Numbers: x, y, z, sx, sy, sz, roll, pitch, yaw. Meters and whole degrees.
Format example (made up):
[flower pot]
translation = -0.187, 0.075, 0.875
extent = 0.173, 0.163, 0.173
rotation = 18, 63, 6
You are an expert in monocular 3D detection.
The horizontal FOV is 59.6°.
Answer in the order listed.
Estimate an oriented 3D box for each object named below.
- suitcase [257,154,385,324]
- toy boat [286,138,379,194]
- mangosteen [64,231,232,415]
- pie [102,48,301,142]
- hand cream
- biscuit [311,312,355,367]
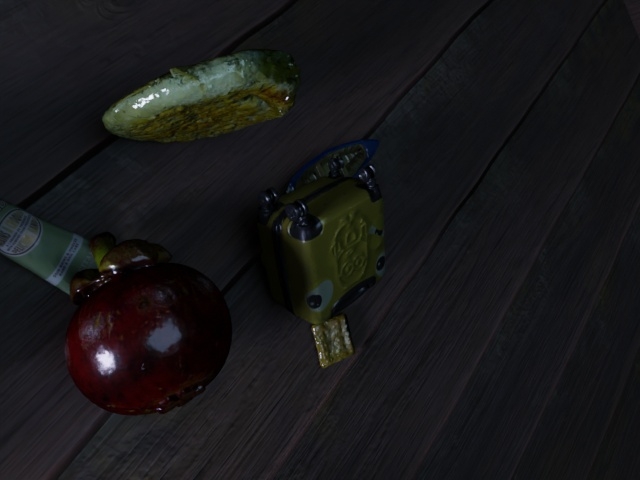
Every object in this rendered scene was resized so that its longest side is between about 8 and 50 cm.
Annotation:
[suitcase]
translation = 0.000, 0.000, 0.918
extent = 0.194, 0.143, 0.234
rotation = -31, 129, -34
[toy boat]
translation = 0.025, -0.132, 1.034
extent = 0.229, 0.046, 0.080
rotation = -39, 108, -33
[mangosteen]
translation = -0.234, 0.097, 0.737
extent = 0.215, 0.215, 0.257
rotation = -13, 67, -37
[pie]
translation = -0.162, -0.196, 0.773
extent = 0.277, 0.277, 0.078
rotation = -12, 91, -37
[hand cream]
translation = -0.371, 0.002, 0.727
extent = 0.235, 0.055, 0.086
rotation = 39, 68, -36
[biscuit]
translation = 0.024, 0.182, 1.024
extent = 0.081, 0.018, 0.083
rotation = -18, 96, -36
